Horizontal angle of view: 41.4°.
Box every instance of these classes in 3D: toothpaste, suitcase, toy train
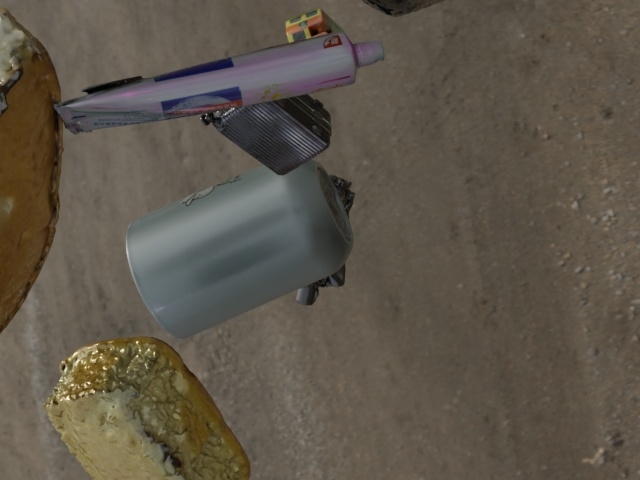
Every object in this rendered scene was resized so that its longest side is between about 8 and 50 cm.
[{"bbox_3d":[-0.049,-0.080,0.438,0.045,0.169,0.028,136,120,-81],"label":"toothpaste"},{"bbox_3d":[-0.052,-0.126,0.882,0.086,0.126,0.059,-28,43,34],"label":"suitcase"},{"bbox_3d":[0.003,-0.317,1.415,0.072,0.188,0.099,-21,85,15],"label":"toy train"}]

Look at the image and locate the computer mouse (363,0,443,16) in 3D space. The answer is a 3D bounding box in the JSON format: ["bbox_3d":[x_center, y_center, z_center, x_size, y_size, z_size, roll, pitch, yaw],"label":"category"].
[{"bbox_3d":[0.140,-0.276,0.683,0.183,0.323,0.116,-29,93,46],"label":"computer mouse"}]

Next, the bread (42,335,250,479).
[{"bbox_3d":[-0.194,0.222,0.956,0.174,0.121,0.246,-12,122,35],"label":"bread"}]

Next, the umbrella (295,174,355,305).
[{"bbox_3d":[0.001,-0.001,1.716,0.110,0.121,0.273,-144,67,-77],"label":"umbrella"}]

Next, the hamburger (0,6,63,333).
[{"bbox_3d":[-0.417,-0.005,0.780,0.268,0.287,0.446,30,78,17],"label":"hamburger"}]

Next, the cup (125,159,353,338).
[{"bbox_3d":[-0.118,0.002,1.309,0.312,0.205,0.206,-24,80,11],"label":"cup"}]
